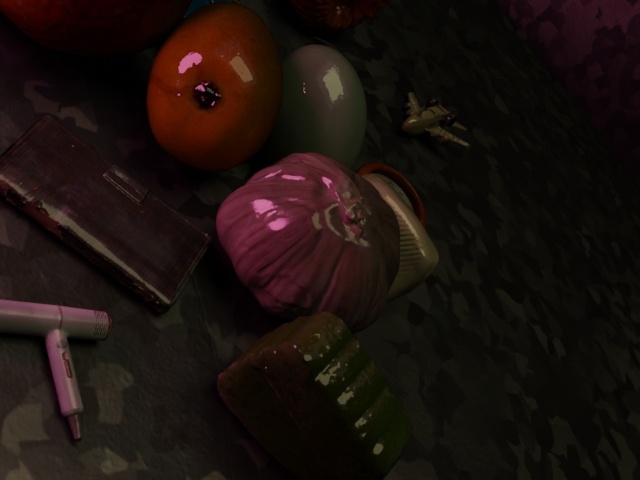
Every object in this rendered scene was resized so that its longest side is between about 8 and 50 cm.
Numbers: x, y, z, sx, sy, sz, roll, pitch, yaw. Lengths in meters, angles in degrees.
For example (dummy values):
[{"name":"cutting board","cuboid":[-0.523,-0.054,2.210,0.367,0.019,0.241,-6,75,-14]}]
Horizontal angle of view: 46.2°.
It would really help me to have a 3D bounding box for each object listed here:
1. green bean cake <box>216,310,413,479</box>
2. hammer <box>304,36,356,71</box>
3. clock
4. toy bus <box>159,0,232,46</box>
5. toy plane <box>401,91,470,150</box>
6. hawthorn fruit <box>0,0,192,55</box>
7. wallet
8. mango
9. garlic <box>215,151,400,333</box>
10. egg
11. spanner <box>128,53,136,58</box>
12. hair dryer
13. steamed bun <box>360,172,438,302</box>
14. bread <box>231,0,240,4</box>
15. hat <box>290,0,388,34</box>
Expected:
[{"name":"green bean cake","cuboid":[-0.005,0.236,1.058,0.248,0.222,0.125,56,43,-4]},{"name":"hammer","cuboid":[-0.006,-0.383,1.740,0.137,0.037,0.290,43,37,-11]},{"name":"clock","cuboid":[0.148,-0.077,1.628,0.205,0.051,0.205,27,44,-29]},{"name":"toy bus","cuboid":[-0.246,-0.437,1.476,0.090,0.106,0.184,52,36,6]},{"name":"toy plane","cuboid":[0.287,-0.314,1.951,0.229,0.092,0.244,46,30,21]},{"name":"hawthorn fruit","cuboid":[-0.354,-0.501,1.210,0.402,0.403,0.403,28,42,-28]},{"name":"wallet","cuboid":[-0.319,-0.039,1.109,0.317,0.044,0.169,39,42,-14]},{"name":"mango","cuboid":[-0.176,-0.276,1.298,0.221,0.264,0.378,11,30,-10]},{"name":"garlic","cuboid":[0.000,0.000,1.231,0.317,0.259,0.318,12,57,-19]},{"name":"egg","cuboid":[-0.013,-0.227,1.428,0.202,0.202,0.283,-14,110,-51]},{"name":"spanner","cuboid":[-0.391,-0.442,1.401,0.054,0.015,0.255,4,57,-45]},{"name":"hair dryer","cuboid":[-0.333,0.164,0.926,0.154,0.044,0.183,12,54,-38]},{"name":"steamed bun","cuboid":[0.116,-0.009,1.452,0.239,0.170,0.152,53,18,5]},{"name":"bread","cuboid":[-0.226,-0.591,1.695,0.068,0.028,0.154,9,51,-40]},{"name":"hat","cuboid":[0.020,-0.728,1.872,0.285,0.285,0.400,11,46,-41]}]
